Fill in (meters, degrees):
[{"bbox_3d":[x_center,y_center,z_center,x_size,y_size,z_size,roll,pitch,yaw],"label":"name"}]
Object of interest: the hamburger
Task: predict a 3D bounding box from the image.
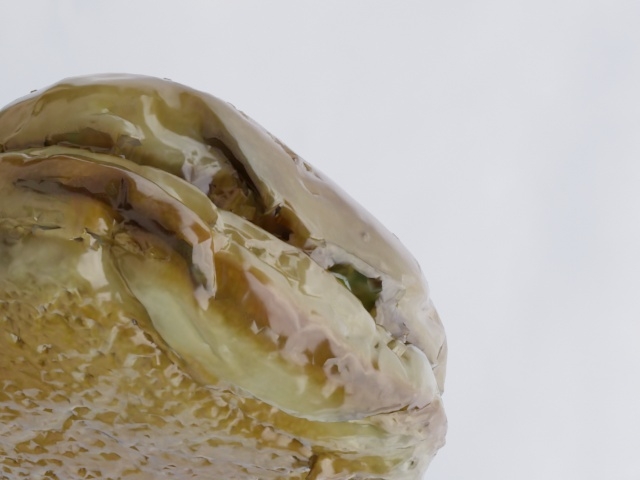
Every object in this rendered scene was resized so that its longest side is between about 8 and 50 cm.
[{"bbox_3d":[-0.095,0.059,0.995,0.284,0.304,0.174,-35,-154,34],"label":"hamburger"}]
